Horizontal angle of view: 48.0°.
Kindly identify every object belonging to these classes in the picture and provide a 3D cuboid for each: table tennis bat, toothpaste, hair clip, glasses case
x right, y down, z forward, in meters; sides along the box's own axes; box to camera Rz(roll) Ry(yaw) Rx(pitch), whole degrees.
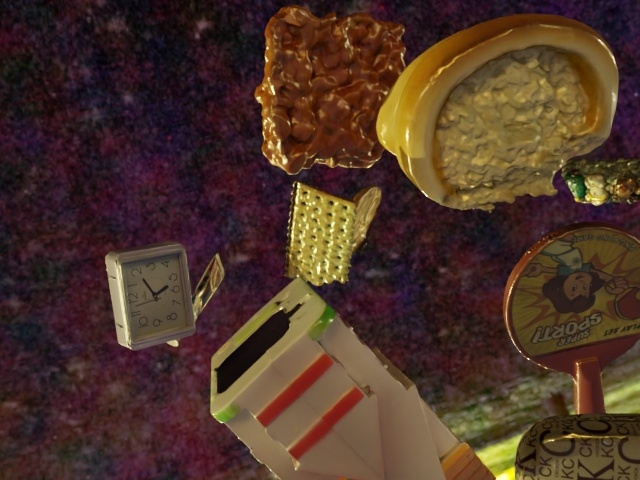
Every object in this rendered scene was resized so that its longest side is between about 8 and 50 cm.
[{"bbox_3d":[0.460,0.151,1.258,0.268,0.051,0.415,-13,118,3],"label":"table tennis bat"},{"bbox_3d":[-0.323,0.155,1.875,0.061,0.266,0.096,17,143,20],"label":"toothpaste"},{"bbox_3d":[0.757,-0.143,1.823,0.321,0.138,0.091,0,-144,49],"label":"hair clip"},{"bbox_3d":[0.402,0.268,0.815,0.354,0.137,0.085,-1,-169,6],"label":"glasses case"}]

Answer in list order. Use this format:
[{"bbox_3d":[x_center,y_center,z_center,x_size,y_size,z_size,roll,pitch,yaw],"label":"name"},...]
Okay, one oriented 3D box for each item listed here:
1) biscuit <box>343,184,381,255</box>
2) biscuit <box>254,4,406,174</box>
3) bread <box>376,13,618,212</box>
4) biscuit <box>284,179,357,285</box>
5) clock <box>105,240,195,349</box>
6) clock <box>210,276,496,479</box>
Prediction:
[{"bbox_3d":[0.105,-0.057,1.930,0.260,0.041,0.203,-49,150,-47],"label":"biscuit"},{"bbox_3d":[0.027,-0.293,1.434,0.312,0.318,0.110,-4,-166,-28],"label":"biscuit"},{"bbox_3d":[0.329,-0.236,1.329,0.424,0.329,0.245,-23,-169,-6],"label":"bread"},{"bbox_3d":[-0.001,0.000,1.292,0.016,0.144,0.203,-34,137,-50],"label":"biscuit"},{"bbox_3d":[-0.335,0.105,1.417,0.144,0.193,0.073,-12,-170,-34],"label":"clock"},{"bbox_3d":[0.039,0.207,0.718,0.166,0.309,0.235,-44,-172,-3],"label":"clock"}]
